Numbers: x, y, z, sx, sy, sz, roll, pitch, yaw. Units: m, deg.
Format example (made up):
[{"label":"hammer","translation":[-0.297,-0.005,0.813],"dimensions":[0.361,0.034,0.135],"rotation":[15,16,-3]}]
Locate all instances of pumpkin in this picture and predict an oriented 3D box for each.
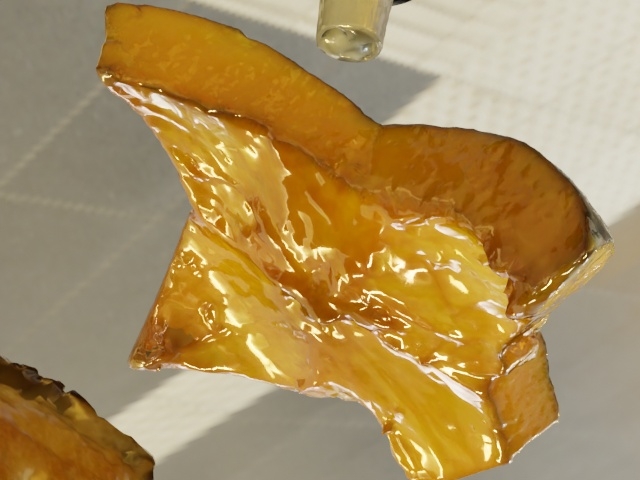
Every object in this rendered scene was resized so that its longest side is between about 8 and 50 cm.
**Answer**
[{"label":"pumpkin","translation":[0.016,0.020,0.845],"dimensions":[0.095,0.290,0.258],"rotation":[-45,147,-32]}]

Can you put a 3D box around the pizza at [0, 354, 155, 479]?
[{"label":"pizza","translation":[-0.185,0.133,0.667],"dimensions":[0.080,0.435,0.392],"rotation":[-34,-171,22]}]

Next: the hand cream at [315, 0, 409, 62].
[{"label":"hand cream","translation":[0.035,-0.188,0.661],"dimensions":[0.084,0.256,0.050],"rotation":[17,166,-24]}]
